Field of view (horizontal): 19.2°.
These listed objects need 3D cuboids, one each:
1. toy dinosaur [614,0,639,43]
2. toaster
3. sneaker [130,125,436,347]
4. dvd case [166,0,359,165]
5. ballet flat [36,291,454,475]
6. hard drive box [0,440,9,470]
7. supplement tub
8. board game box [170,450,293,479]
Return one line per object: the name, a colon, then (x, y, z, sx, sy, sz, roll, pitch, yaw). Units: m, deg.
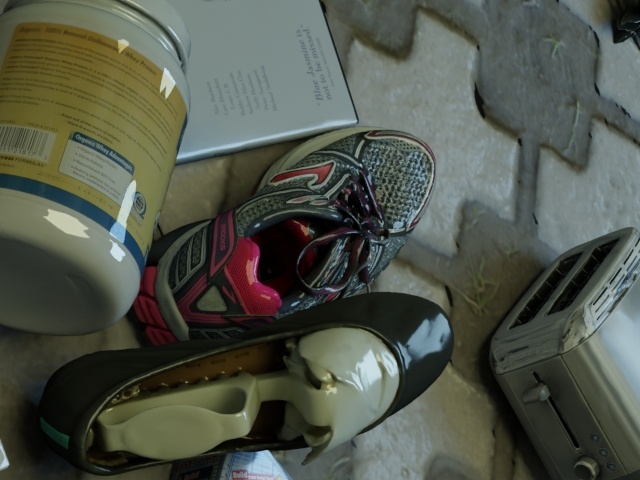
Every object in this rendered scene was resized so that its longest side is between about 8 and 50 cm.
toy dinosaur: (0.330, -0.322, 1.779, 0.322, 0.164, 0.218, -7, 63, -25)
toaster: (0.239, 0.091, 1.545, 0.146, 0.129, 0.227, 56, 46, -12)
sneaker: (0.000, 0.000, 1.349, 0.299, 0.112, 0.121, -37, 102, -46)
dvd case: (-0.085, -0.151, 1.384, 0.253, 0.022, 0.180, -15, 87, -46)
ballet flat: (-0.037, 0.103, 1.200, 0.280, 0.096, 0.095, -12, 109, -12)
hard drive box: (-0.300, 0.052, 1.046, 0.181, 0.089, 0.232, -19, 90, -47)
supplement tub: (-0.163, -0.057, 1.182, 0.144, 0.144, 0.199, 35, 54, -32)
board game box: (-0.041, 0.223, 1.265, 0.194, 0.060, 0.194, 21, 62, -39)
